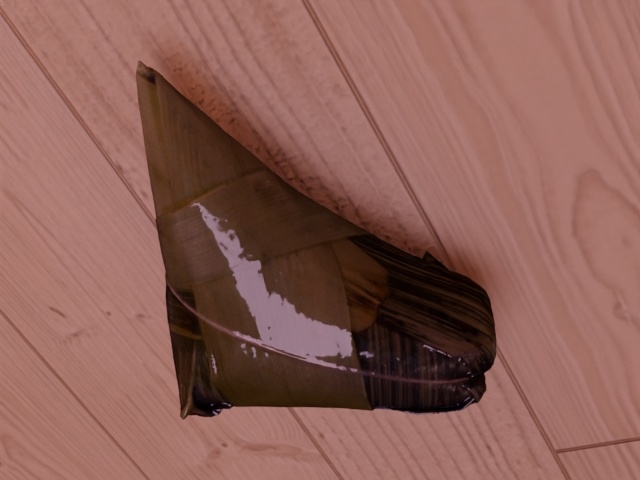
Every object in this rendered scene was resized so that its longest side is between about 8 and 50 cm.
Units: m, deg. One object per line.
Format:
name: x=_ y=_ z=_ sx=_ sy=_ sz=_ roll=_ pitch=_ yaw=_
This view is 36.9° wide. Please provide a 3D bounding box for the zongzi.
zongzi: x=0.000 y=0.000 z=0.803 sx=0.289 sy=0.154 sz=0.318 roll=-1 pitch=122 yaw=7
